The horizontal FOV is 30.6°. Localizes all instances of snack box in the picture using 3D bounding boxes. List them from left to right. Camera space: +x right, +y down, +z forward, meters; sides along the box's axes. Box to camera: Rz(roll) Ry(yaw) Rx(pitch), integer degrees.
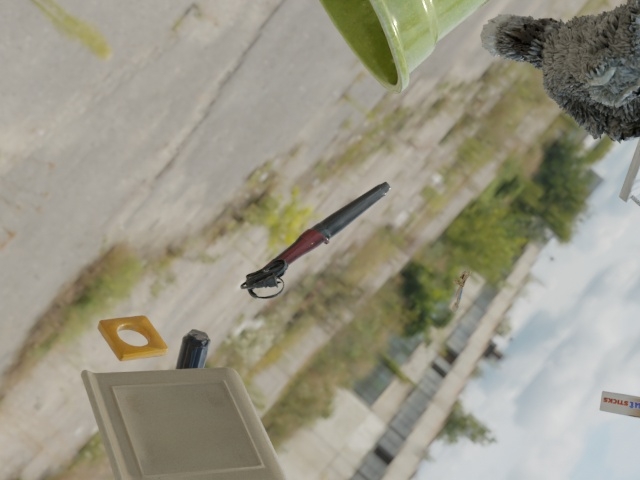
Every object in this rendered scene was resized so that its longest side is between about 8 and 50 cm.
[{"bbox_3d":[0.329,0.171,1.182,0.178,0.064,0.022,23,76,-65],"label":"snack box"}]

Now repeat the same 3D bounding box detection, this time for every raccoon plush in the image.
[{"bbox_3d":[0.407,-0.310,1.950,0.299,0.446,0.216,23,81,-57],"label":"raccoon plush"}]

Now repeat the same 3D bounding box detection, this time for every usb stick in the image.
[{"bbox_3d":[-0.227,0.275,1.852,0.077,0.045,0.278,-93,-162,-80],"label":"usb stick"}]

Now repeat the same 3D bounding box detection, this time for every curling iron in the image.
[{"bbox_3d":[0.000,0.000,1.659,0.274,0.035,0.068,-37,-150,-24],"label":"curling iron"}]

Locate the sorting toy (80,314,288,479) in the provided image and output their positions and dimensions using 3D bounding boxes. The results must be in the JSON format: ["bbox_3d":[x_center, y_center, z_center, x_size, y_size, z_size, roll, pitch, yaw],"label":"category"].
[{"bbox_3d":[-0.148,0.208,1.245,0.196,0.347,0.047,5,125,-30],"label":"sorting toy"}]

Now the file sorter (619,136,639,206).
[{"bbox_3d":[0.646,-0.143,1.847,0.278,0.173,0.193,-36,155,-19],"label":"file sorter"}]

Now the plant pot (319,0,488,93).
[{"bbox_3d":[0.118,-0.337,1.236,0.254,0.276,0.276,-31,173,-3],"label":"plant pot"}]

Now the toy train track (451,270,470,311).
[{"bbox_3d":[0.194,0.070,1.657,0.083,0.014,0.048,-68,-177,-51],"label":"toy train track"}]
